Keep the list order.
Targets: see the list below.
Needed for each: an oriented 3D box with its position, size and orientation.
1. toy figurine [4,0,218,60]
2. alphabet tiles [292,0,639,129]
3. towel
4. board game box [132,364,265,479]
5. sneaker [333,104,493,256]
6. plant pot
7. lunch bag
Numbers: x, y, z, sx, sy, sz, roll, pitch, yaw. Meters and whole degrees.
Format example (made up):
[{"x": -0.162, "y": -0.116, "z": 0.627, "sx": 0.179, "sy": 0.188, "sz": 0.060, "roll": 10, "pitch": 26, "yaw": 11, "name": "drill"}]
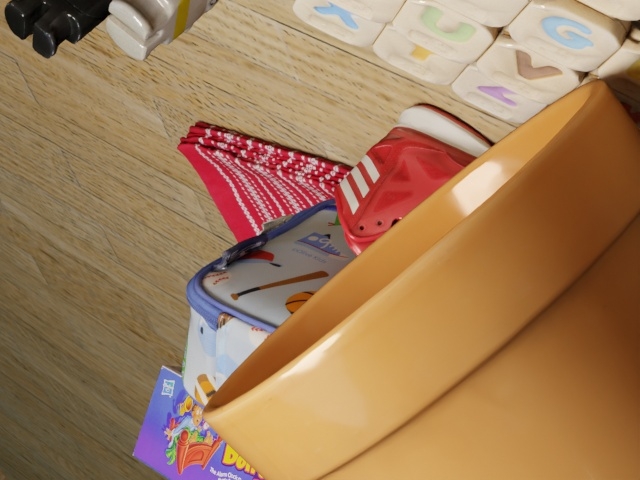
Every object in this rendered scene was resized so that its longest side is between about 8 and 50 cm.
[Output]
[{"x": -0.153, "y": -0.242, "z": 1.333, "sx": 0.209, "sy": 0.148, "sz": 0.213, "roll": 8, "pitch": 135, "yaw": 50, "name": "toy figurine"}, {"x": 0.081, "y": -0.136, "z": 1.083, "sx": 0.284, "sy": 0.021, "sz": 0.278, "roll": 26, "pitch": 164, "yaw": -6, "name": "alphabet tiles"}, {"x": 0.000, "y": 0.000, "z": 1.617, "sx": 0.275, "sy": 0.031, "sz": 0.199, "roll": 19, "pitch": 147, "yaw": 50, "name": "towel"}, {"x": 0.061, "y": 0.189, "z": 1.495, "sx": 0.347, "sy": 0.078, "sz": 0.233, "roll": 11, "pitch": -170, "yaw": -46, "name": "board game box"}, {"x": 0.098, "y": -0.005, "z": 1.285, "sx": 0.221, "sy": 0.128, "sz": 0.087, "roll": 25, "pitch": 151, "yaw": 46, "name": "sneaker"}, {"x": 0.106, "y": 0.079, "z": 1.063, "sx": 0.203, "sy": 0.291, "sz": 0.291, "roll": 51, "pitch": 159, "yaw": -4, "name": "plant pot"}, {"x": 0.062, "y": 0.072, "z": 1.342, "sx": 0.303, "sy": 0.243, "sz": 0.115, "roll": 26, "pitch": 126, "yaw": 32, "name": "lunch bag"}]
